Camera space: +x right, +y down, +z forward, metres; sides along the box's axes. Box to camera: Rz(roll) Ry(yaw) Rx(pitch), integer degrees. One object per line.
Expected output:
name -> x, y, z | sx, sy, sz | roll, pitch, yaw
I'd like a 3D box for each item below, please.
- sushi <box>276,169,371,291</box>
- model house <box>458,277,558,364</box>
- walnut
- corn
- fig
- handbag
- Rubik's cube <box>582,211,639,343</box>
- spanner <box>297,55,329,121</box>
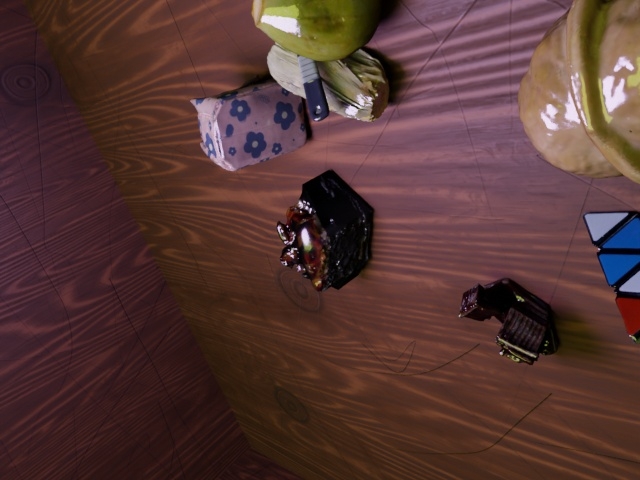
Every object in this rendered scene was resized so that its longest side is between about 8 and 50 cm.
sushi -> 0.000, 0.000, 1.431 | 0.215, 0.212, 0.227 | 45, 144, 15
model house -> 0.380, 0.174, 1.163 | 0.203, 0.164, 0.141 | 35, 137, 30
walnut -> 0.402, -0.206, 0.711 | 0.285, 0.285, 0.296 | 61, 152, -9
corn -> 0.016, -0.345, 1.187 | 0.305, 0.123, 0.122 | 31, 138, 29
fig -> 0.002, -0.425, 1.037 | 0.207, 0.230, 0.207 | 39, 159, 18
handbag -> -0.184, -0.295, 1.378 | 0.193, 0.251, 0.190 | 25, 131, 50
Rubik's cube -> 0.527, 0.070, 0.824 | 0.284, 0.234, 0.250 | 53, 146, 3
spanner -> -0.035, -0.375, 1.150 | 0.087, 0.024, 0.316 | -19, 68, 17
